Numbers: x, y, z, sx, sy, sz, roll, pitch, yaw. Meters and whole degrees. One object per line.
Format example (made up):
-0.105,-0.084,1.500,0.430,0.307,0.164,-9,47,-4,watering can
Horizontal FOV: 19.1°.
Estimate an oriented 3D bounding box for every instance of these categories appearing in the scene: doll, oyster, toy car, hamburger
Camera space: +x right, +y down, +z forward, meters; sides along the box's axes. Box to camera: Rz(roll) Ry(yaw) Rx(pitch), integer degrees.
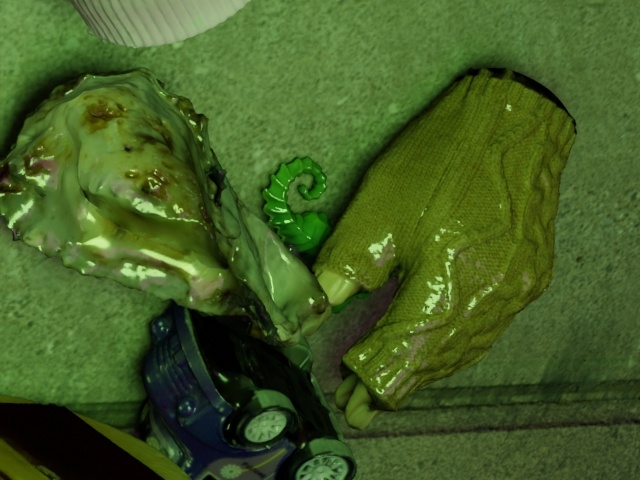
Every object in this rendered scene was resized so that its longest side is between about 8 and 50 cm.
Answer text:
0.000,0.000,1.750,0.115,0.050,0.190,-49,134,-11,doll
-0.109,-0.016,1.551,0.198,0.133,0.337,-23,125,37,oyster
-0.082,0.161,1.734,0.158,0.172,0.235,-37,134,12,toy car
-0.234,0.249,1.589,0.302,0.302,0.170,14,103,-43,hamburger

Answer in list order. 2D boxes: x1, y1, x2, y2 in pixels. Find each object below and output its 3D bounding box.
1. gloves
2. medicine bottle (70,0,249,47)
0.112,0.012,1.717,0.203,0.155,0.356,36,82,-39,gloves
-0.150,-0.289,1.313,0.178,0.178,0.290,-38,138,-8,medicine bottle
